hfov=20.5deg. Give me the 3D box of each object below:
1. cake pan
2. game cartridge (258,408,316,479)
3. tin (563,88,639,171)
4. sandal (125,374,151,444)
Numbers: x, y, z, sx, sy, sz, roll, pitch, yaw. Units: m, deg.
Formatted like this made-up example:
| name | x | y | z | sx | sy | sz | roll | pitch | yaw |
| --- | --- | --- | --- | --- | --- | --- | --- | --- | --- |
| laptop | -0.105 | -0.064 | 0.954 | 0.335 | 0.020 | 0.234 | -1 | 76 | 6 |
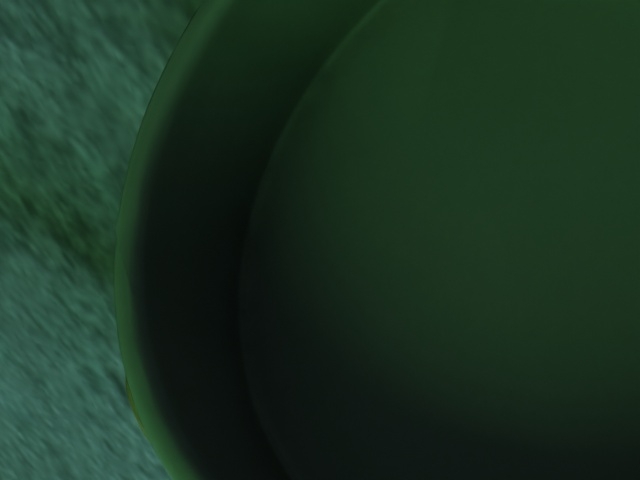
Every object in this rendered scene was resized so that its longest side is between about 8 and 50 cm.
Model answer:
| name | x | y | z | sx | sy | sz | roll | pitch | yaw |
| --- | --- | --- | --- | --- | --- | --- | --- | --- | --- |
| cake pan | 0.071 | -0.020 | 0.536 | 0.293 | 0.293 | 0.054 | 9 | 161 | 35 |
| game cartridge | 0.067 | 0.106 | 0.764 | 0.052 | 0.285 | 0.324 | 2 | 132 | 25 |
| tin | 0.123 | -0.069 | 0.630 | 0.190 | 0.106 | 0.040 | -122 | 18 | -54 |
| sandal | -0.027 | 0.153 | 1.075 | 0.240 | 0.088 | 0.079 | 33 | 146 | -2 |
